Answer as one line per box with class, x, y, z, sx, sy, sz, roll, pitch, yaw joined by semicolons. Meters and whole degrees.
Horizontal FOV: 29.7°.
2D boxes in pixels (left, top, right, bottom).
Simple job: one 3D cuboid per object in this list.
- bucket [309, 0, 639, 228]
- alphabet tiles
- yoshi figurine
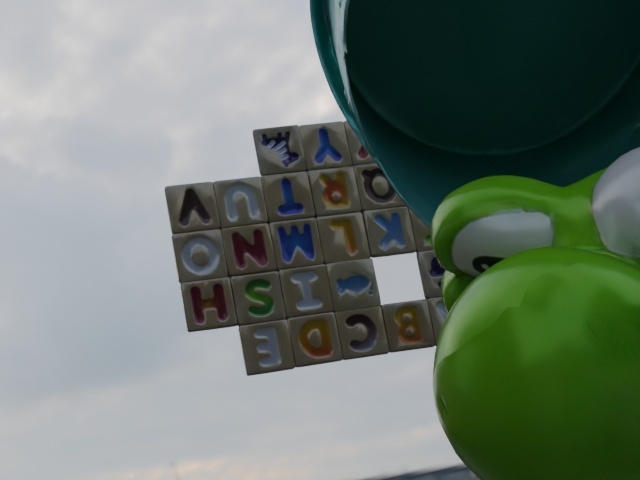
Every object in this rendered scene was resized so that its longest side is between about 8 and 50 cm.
bucket;0.129;-0.141;0.718;0.281;0.281;0.183;-11;20;-6
alphabet tiles;0.000;0.000;0.968;0.237;0.198;0.009;-7;-13;-17
yoshi figurine;0.196;0.051;0.461;0.362;0.203;0.203;4;2;30
